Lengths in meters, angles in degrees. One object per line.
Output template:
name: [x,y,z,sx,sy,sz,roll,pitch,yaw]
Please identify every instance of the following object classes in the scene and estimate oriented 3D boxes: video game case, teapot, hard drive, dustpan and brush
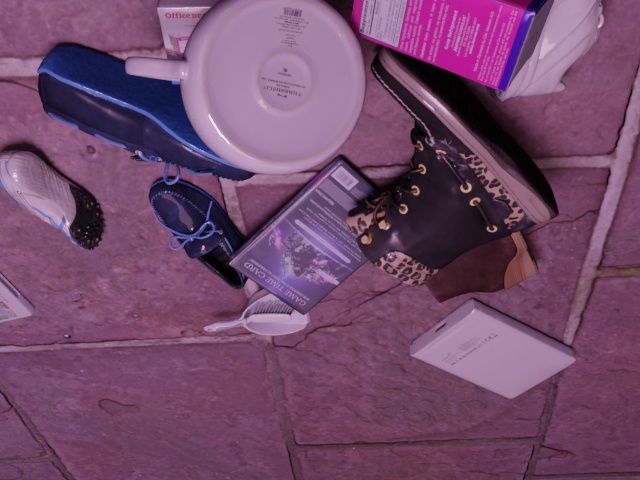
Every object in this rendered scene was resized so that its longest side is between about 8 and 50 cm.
video game case: [-0.735,0.105,1.399,0.227,0.026,0.206,-12,134,13]
teapot: [-0.078,-0.208,0.916,0.252,0.187,0.256,-42,112,-9]
hard drive: [0.380,0.247,1.533,0.308,0.040,0.203,26,131,-24]
dustpan and brush: [-0.132,0.155,1.424,0.211,0.060,0.147,-4,136,4]
video game case: [0.000,0.000,1.236,0.274,0.026,0.196,-41,124,16]

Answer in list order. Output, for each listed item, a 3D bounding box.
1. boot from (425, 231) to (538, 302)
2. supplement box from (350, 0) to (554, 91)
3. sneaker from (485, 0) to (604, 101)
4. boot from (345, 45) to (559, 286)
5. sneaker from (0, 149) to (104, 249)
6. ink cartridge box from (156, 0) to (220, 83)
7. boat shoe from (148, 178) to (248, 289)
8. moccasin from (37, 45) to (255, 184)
boot: [0.268,0.019,1.261,0.207,0.090,0.248,-18,132,19]
supplement box: [0.161,-0.291,0.860,0.220,0.111,0.114,27,139,16]
sneaker: [0.320,-0.316,0.923,0.129,0.111,0.297,-2,143,-17]
boot: [0.150,-0.098,1.082,0.377,0.138,0.284,38,125,-23]
sneaker: [-0.462,-0.069,1.190,0.086,0.085,0.237,5,147,34]
ink cartridge box: [-0.173,-0.285,0.973,0.089,0.052,0.122,-2,135,0]
boat shoe: [-0.200,-0.008,1.234,0.109,0.089,0.258,-29,129,27]
moccasin: [-0.252,-0.178,1.051,0.342,0.137,0.117,27,136,-7]
